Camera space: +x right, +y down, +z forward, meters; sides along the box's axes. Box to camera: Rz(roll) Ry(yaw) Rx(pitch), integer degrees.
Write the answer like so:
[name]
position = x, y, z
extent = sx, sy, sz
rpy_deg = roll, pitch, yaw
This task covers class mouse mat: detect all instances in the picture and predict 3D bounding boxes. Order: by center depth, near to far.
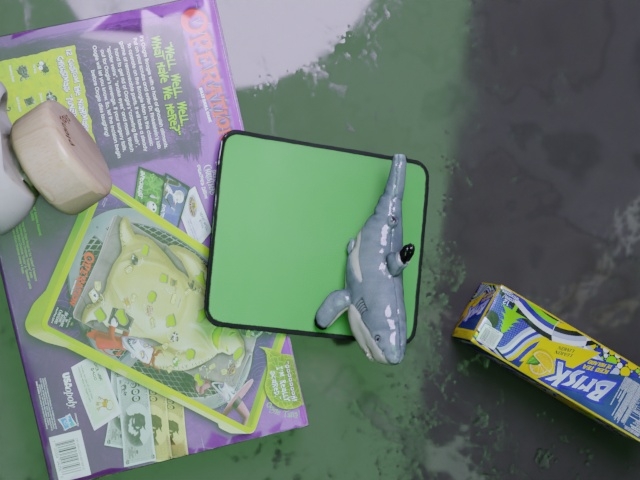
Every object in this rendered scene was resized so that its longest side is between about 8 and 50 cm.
[mouse mat]
position = 0.000, 0.000, 1.217
extent = 0.189, 0.007, 0.153
rpy_deg = 8, 84, -26

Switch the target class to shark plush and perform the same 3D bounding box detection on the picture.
[shark plush]
position = 0.059, 0.017, 1.205
extent = 0.073, 0.067, 0.161
rpy_deg = 24, 77, -24

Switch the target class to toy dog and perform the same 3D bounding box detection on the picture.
[toy dog]
position = -0.298, -0.118, 1.076
extent = 0.333, 0.161, 0.220
rpy_deg = 39, 95, 0

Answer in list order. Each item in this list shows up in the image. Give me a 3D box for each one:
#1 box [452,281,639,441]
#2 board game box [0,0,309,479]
[box]
position = 0.195, 0.098, 1.259
extent = 0.169, 0.059, 0.054
rpy_deg = 31, 85, -10
[board game box]
position = -0.146, -0.001, 1.202
extent = 0.208, 0.056, 0.347
rpy_deg = -12, 93, -6
